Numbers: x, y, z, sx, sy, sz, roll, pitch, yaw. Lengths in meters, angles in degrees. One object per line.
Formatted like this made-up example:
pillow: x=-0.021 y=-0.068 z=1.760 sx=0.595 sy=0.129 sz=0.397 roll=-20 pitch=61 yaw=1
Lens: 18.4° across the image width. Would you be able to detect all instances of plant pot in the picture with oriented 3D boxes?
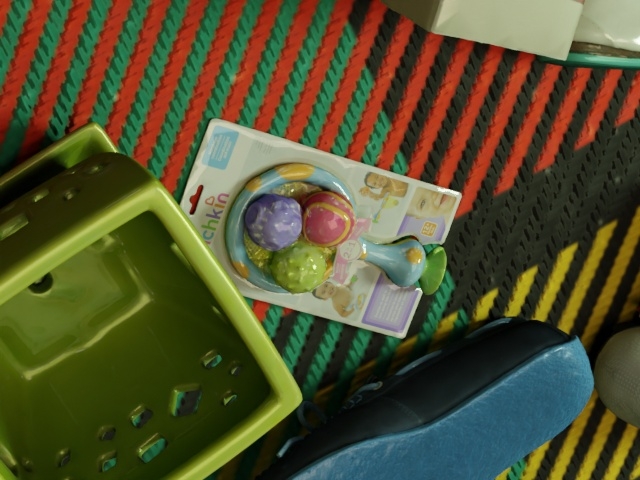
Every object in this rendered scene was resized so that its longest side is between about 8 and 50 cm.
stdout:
plant pot: x=-0.183 y=0.061 z=1.459 sx=0.227 sy=0.207 sz=0.228 roll=-34 pitch=121 yaw=-4

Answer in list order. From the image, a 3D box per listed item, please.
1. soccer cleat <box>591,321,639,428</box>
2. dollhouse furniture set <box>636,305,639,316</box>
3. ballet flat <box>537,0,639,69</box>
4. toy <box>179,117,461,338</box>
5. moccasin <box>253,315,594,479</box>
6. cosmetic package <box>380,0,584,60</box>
soccer cleat: x=0.400 y=0.155 z=1.800 sx=0.331 sy=0.143 sz=0.116 roll=9 pitch=107 yaw=-27
dollhouse furniture set: x=0.398 y=0.028 z=1.776 sx=0.184 sy=0.129 sz=0.129 roll=-3 pitch=114 yaw=-49
ballet flat: x=0.358 y=-0.188 z=1.658 sx=0.400 sy=0.139 sz=0.139 roll=7 pitch=108 yaw=-25
toy: x=0.000 y=0.000 z=1.607 sx=0.237 sy=0.056 sz=0.137 roll=15 pitch=104 yaw=-28
moccasin: x=0.070 y=0.176 z=1.680 sx=0.342 sy=0.117 sz=0.137 roll=-24 pitch=119 yaw=-17
cosmetic package: x=0.148 y=-0.303 z=1.491 sx=0.129 sy=0.153 sz=0.296 roll=9 pitch=108 yaw=-26
